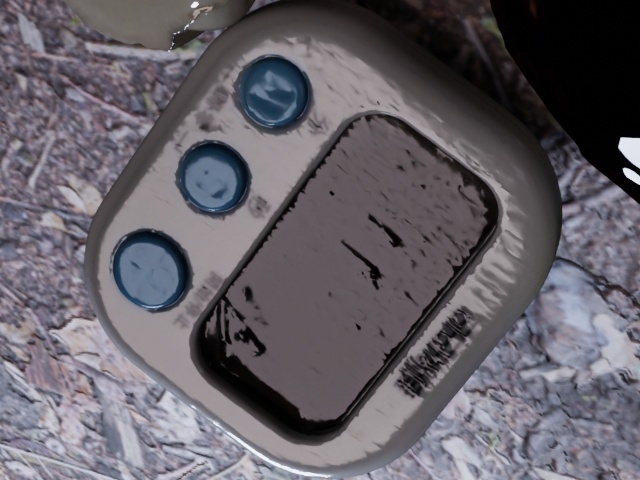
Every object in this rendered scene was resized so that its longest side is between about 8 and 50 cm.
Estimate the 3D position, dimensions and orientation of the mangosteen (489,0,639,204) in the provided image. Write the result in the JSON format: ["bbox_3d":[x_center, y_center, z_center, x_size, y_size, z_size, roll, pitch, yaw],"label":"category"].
[{"bbox_3d":[0.221,-0.135,0.664,0.330,0.330,0.330,20,137,20],"label":"mangosteen"}]

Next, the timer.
[{"bbox_3d":[0.000,0.000,1.047,0.237,0.087,0.262,37,111,-1],"label":"timer"}]

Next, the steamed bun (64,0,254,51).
[{"bbox_3d":[-0.096,-0.200,0.975,0.183,0.106,0.182,23,139,22],"label":"steamed bun"}]
